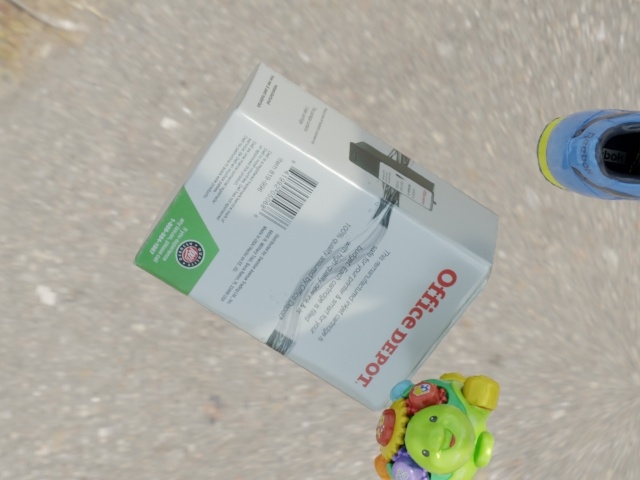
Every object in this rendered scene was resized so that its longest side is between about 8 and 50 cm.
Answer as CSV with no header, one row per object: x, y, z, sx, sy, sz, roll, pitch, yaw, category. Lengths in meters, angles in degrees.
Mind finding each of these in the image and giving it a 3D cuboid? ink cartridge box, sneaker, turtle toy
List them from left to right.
0.000,0.000,1.307,0.208,0.087,0.153,33,119,-7,ink cartridge box
0.074,0.128,1.215,0.066,0.130,0.095,15,83,-14,turtle toy
0.258,-0.057,1.319,0.209,0.082,0.069,0,93,-24,sneaker
